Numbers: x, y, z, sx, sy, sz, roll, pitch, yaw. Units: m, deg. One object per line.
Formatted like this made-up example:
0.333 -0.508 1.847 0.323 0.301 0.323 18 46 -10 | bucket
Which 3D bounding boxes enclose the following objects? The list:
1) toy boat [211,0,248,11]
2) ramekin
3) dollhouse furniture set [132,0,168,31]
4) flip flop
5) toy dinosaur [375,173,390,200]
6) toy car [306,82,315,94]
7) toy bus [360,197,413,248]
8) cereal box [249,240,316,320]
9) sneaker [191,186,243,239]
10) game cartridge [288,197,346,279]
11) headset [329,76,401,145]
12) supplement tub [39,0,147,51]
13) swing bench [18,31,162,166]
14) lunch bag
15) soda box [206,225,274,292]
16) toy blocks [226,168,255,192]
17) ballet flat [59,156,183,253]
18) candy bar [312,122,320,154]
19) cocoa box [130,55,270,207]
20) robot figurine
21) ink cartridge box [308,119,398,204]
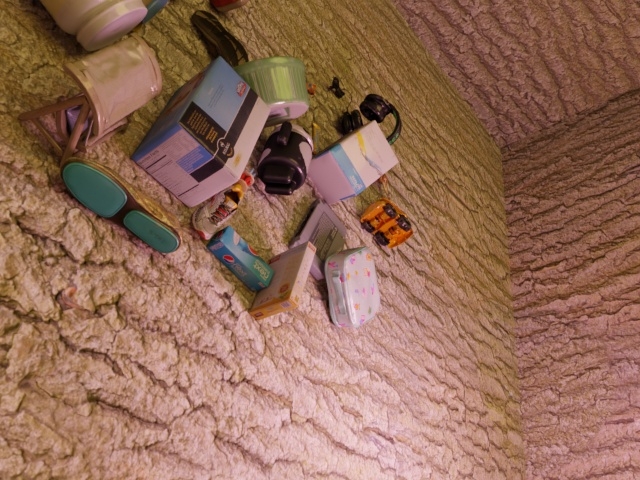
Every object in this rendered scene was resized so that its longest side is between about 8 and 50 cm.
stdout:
-0.333 -0.963 2.007 0.151 0.151 0.231 60 30 -43 | toy boat
-0.182 -0.485 1.831 0.303 0.304 0.148 -12 87 -54 | ramekin
-0.584 -0.811 1.694 0.286 0.198 0.303 36 73 -5 | dollhouse furniture set
-0.355 -0.683 1.910 0.277 0.080 0.112 49 41 2 | flip flop
0.290 -0.272 2.507 0.112 0.064 0.211 14 60 -49 | toy dinosaur
-0.041 -0.618 2.297 0.060 0.041 0.121 37 44 -35 | toy car
0.279 -0.110 2.347 0.220 0.150 0.211 39 30 -29 | toy bus
-0.113 0.122 1.672 0.047 0.173 0.240 46 41 -26 | cereal box
-0.303 -0.091 1.617 0.088 0.093 0.225 49 40 -23 | sneaker
0.000 0.000 1.990 0.196 0.060 0.294 48 39 -18 | game cartridge
0.183 -0.562 2.398 0.394 0.243 0.185 52 -2 31 | headset
-0.632 -0.688 1.411 0.324 0.236 0.235 55 37 -15 | supplement tub
-0.535 -0.341 1.323 0.165 0.255 0.253 53 38 -18 | swing bench
0.109 0.162 1.946 0.224 0.108 0.278 -20 102 -53 | lunch bag
-0.238 0.058 1.639 0.210 0.067 0.071 49 39 -24 | soda box
-0.264 -0.217 1.756 0.123 0.054 0.148 67 32 -28 | toy blocks
-0.492 -0.096 1.378 0.348 0.123 0.123 41 42 -29 | ballet flat
-0.017 -0.411 2.230 0.040 0.018 0.161 30 48 -39 | candy bar
-0.336 -0.316 1.582 0.228 0.232 0.347 44 41 -29 | cocoa box
-0.117 -0.280 1.892 0.174 0.209 0.278 32 47 -21 | robot figurine
0.119 -0.302 2.116 0.270 0.198 0.197 -39 103 -30 | ink cartridge box
